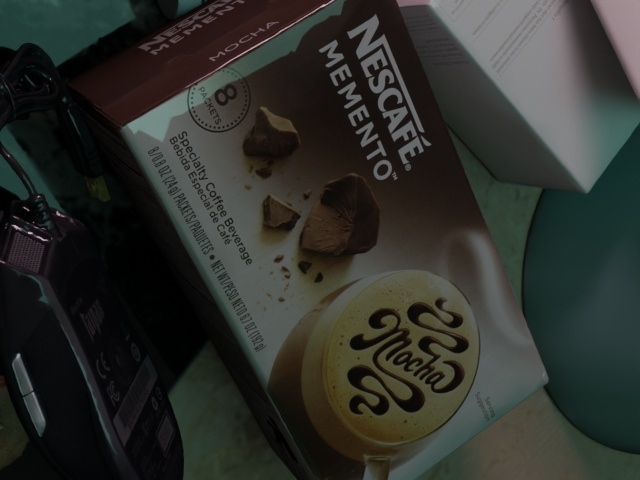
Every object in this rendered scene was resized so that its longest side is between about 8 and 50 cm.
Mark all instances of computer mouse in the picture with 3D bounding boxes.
[{"bbox_3d":[-0.145,0.021,0.620,0.060,0.184,0.262,-19,112,9],"label":"computer mouse"}]

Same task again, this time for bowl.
[{"bbox_3d":[0.328,0.035,0.858,0.311,0.163,0.311,-5,100,-28],"label":"bowl"}]

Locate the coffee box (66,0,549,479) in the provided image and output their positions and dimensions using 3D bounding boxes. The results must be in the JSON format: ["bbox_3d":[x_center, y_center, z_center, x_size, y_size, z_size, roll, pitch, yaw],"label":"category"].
[{"bbox_3d":[0.000,0.000,0.679,0.168,0.119,0.297,-32,118,-13],"label":"coffee box"}]

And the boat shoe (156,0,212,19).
[{"bbox_3d":[-0.069,-0.229,0.672,0.083,0.065,0.183,-17,112,-26],"label":"boat shoe"}]

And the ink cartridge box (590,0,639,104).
[{"bbox_3d":[0.244,-0.240,0.687,0.115,0.198,0.273,-6,71,-57],"label":"ink cartridge box"}]

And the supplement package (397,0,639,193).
[{"bbox_3d":[0.128,-0.130,0.761,0.179,0.105,0.105,44,76,-25],"label":"supplement package"}]

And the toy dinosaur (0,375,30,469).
[{"bbox_3d":[-0.288,0.081,0.571,0.295,0.127,0.200,1,115,-18],"label":"toy dinosaur"}]
